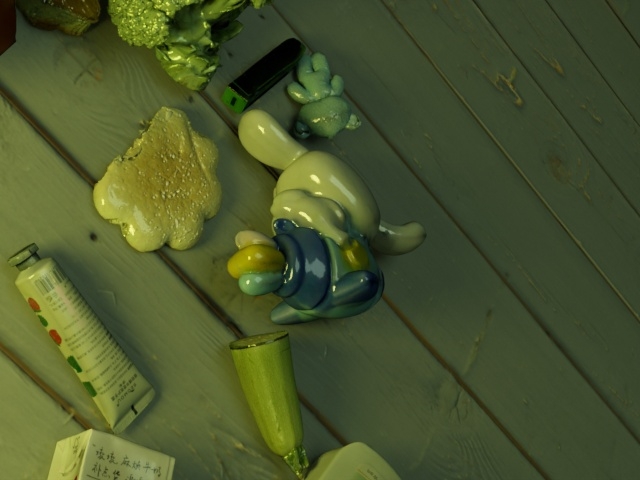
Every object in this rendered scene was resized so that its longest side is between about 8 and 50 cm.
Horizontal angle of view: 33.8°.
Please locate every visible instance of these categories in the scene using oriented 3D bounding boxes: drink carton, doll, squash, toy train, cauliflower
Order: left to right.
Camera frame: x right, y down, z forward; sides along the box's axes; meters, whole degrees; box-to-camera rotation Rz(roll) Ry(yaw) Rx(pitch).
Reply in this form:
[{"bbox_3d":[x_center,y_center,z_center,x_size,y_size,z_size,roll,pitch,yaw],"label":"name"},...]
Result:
[{"bbox_3d":[-0.276,0.362,1.315,0.134,0.101,0.222,27,56,-30],"label":"drink carton"},{"bbox_3d":[-0.202,-0.362,1.642,0.275,0.272,0.250,-5,119,-19],"label":"cauliflower"},{"bbox_3d":[-0.093,-0.283,1.800,0.044,0.042,0.209,39,46,4],"label":"toy train"},{"bbox_3d":[-0.062,0.247,1.569,0.094,0.094,0.224,-16,90,-45],"label":"squash"},{"bbox_3d":[-0.003,0.005,1.684,0.375,0.187,0.366,22,46,-8],"label":"doll"},{"bbox_3d":[-0.003,-0.250,1.862,0.120,0.075,0.180,-11,54,-7],"label":"doll"}]

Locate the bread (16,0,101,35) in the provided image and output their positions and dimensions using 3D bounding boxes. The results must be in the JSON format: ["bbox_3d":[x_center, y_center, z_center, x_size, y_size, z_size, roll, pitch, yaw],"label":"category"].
[{"bbox_3d":[-0.388,-0.373,1.543,0.140,0.069,0.128,16,63,-42],"label":"bread"}]

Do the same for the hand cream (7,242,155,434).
[{"bbox_3d":[-0.321,0.127,1.410,0.276,0.059,0.095,58,43,-14],"label":"hand cream"}]

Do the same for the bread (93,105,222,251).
[{"bbox_3d":[-0.227,-0.086,1.594,0.182,0.039,0.251,47,47,-17],"label":"bread"}]

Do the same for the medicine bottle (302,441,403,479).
[{"bbox_3d":[0.006,0.456,1.524,0.179,0.124,0.324,52,47,-10],"label":"medicine bottle"}]

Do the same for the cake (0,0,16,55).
[{"bbox_3d":[-0.495,-0.316,1.368,0.185,0.178,0.208,-15,112,-14],"label":"cake"}]
